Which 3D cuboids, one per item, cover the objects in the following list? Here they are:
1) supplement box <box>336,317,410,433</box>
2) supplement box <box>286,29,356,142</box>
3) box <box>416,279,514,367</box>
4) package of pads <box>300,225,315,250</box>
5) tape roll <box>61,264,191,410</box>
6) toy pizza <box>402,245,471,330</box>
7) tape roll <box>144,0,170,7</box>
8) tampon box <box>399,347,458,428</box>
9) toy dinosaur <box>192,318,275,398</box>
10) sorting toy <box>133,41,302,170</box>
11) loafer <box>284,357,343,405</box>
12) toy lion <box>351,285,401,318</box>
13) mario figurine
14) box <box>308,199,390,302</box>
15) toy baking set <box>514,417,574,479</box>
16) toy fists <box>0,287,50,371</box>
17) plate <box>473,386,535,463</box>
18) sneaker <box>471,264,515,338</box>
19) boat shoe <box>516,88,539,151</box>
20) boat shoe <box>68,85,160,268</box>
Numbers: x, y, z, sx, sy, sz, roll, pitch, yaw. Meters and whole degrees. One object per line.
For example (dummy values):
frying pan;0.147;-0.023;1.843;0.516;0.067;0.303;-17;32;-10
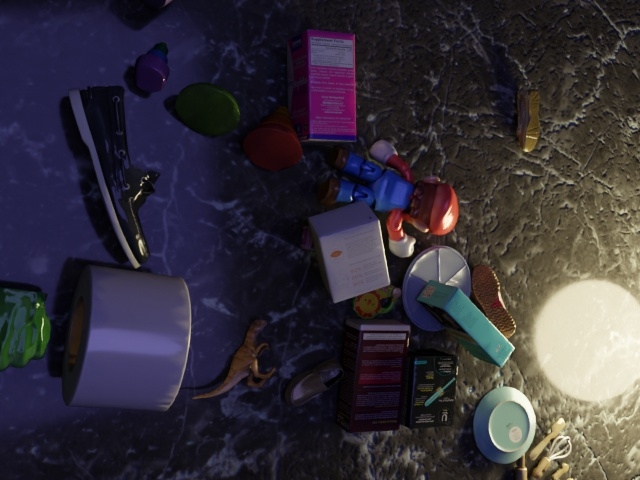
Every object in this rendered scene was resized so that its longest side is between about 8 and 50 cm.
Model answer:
supplement box;0.115;0.296;1.598;0.130;0.073;0.239;5;93;-26
supplement box;0.001;-0.312;1.502;0.114;0.111;0.220;-1;92;-26
box;0.334;0.192;1.663;0.244;0.100;0.060;44;76;-27
package of pads;0.000;0.000;1.558;0.083;0.032;0.050;12;86;-26
tape roll;-0.346;0.173;1.277;0.169;0.246;0.246;9;88;-27
toy pizza;0.268;0.111;1.693;0.201;0.032;0.201;-4;98;-29
tape roll;-0.311;-0.520;1.297;0.080;0.189;0.189;-44;109;-19
tampon box;0.230;0.333;1.646;0.120;0.101;0.161;4;91;-26
toy dinosaur;-0.161;0.263;1.484;0.112;0.064;0.211;33;68;-5
sorting toy;-0.188;-0.281;1.435;0.365;0.127;0.126;28;50;-22
loafer;-0.011;0.304;1.554;0.148;0.050;0.056;-35;106;-21
toy lion;0.121;0.134;1.627;0.100;0.034;0.096;25;88;-25
mario figurine;0.153;-0.092;1.605;0.320;0.170;0.198;19;120;-15
box;0.060;0.023;1.509;0.130;0.091;0.170;-17;123;-8
toy baking set;0.576;0.592;1.871;0.197;0.030;0.256;-7;95;-29
toy fists;-0.608;0.147;1.232;0.279;0.096;0.142;10;78;-25
plate;0.462;0.458;1.796;0.188;0.024;0.188;3;83;-23
sneaker;0.410;0.152;1.755;0.069;0.084;0.185;-18;76;0
boat shoe;0.507;-0.297;1.796;0.056;0.048;0.153;-11;104;-38
boat shoe;-0.354;-0.123;1.328;0.113;0.127;0.340;-19;91;-13
